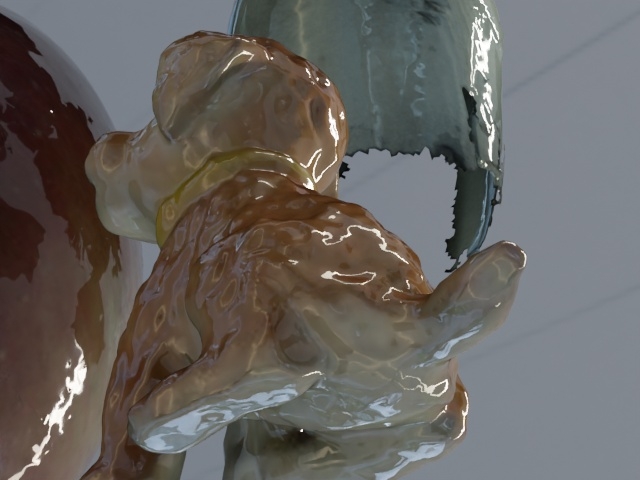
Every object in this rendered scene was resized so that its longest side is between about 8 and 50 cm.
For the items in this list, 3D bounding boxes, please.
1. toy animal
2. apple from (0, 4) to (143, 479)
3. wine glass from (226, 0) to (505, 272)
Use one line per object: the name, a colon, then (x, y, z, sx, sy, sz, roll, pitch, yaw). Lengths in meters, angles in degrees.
toy animal: (-0.002, -0.012, 0.614, 0.184, 0.104, 0.185, -39, -146, 37)
apple: (-0.211, 0.020, 0.822, 0.306, 0.306, 0.235, 16, -55, 50)
wine glass: (0.018, -0.138, 0.907, 0.143, 0.143, 0.321, -42, -141, 50)
